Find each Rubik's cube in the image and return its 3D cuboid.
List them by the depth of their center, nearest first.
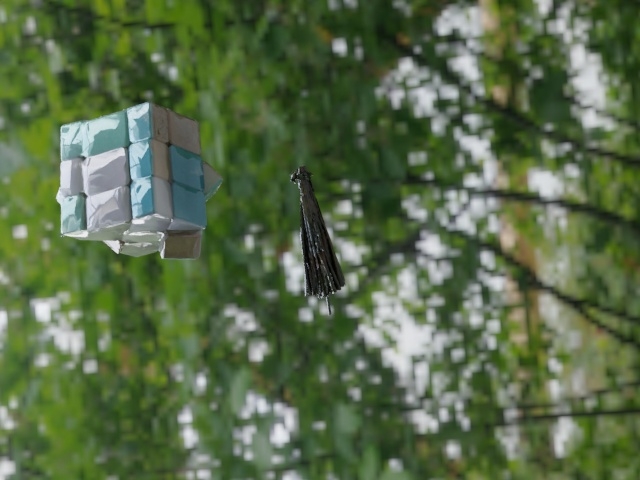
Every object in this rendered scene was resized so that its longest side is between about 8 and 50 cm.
[{"bbox_3d":[-0.093,-0.029,0.897,0.073,0.084,0.075,17,-99,-55],"label":"Rubik's cube"}]

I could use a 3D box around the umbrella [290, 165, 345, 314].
[{"bbox_3d":[-0.002,0.000,0.936,0.031,0.020,0.083,-23,-80,-45],"label":"umbrella"}]
